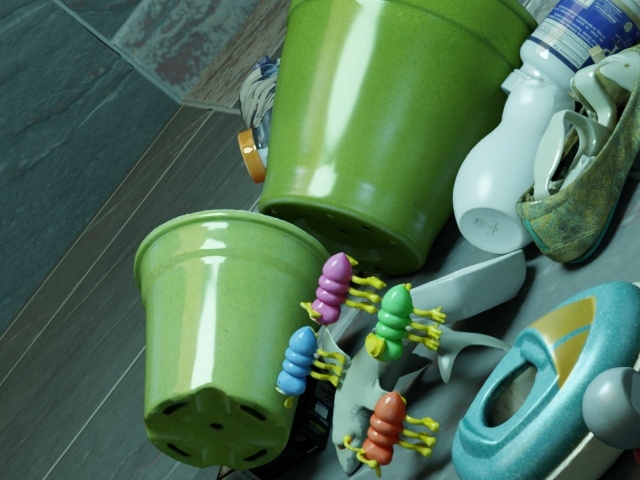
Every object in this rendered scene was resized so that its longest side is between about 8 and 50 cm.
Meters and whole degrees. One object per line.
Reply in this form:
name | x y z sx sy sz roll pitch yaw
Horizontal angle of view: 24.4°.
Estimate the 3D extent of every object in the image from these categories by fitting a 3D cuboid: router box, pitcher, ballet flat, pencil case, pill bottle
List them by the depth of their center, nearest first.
ballet flat | 0.324 -0.134 1.724 0.123 0.123 0.348 -17 38 58
pitcher | 0.234 -0.071 1.830 0.177 0.126 0.207 103 -170 -53
pill bottle | 0.326 -0.245 1.924 0.186 0.112 0.112 -50 19 3
router box | -0.055 0.251 1.969 0.179 0.046 0.133 -36 23 35
pill bottle | -0.005 -0.169 2.358 0.246 0.130 0.130 -20 25 6
pencil case | -0.041 -0.218 2.619 0.183 0.160 0.410 -62 17 11

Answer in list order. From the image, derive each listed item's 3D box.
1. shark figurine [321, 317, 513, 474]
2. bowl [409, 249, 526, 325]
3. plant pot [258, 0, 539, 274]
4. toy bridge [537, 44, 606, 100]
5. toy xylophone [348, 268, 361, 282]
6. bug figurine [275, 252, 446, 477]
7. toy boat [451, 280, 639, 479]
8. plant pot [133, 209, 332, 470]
shark figurine | 0.105 0.142 1.747 0.278 0.116 0.166 -45 52 40
bowl | 0.166 0.063 1.744 0.142 0.053 0.142 -20 -3 -39
plant pot | 0.080 -0.156 2.021 0.366 0.367 0.352 -14 52 60
toy bridge | 0.357 -0.213 1.859 0.188 0.063 0.026 -30 24 9
toy xylophone | 0.000 0.000 2.251 0.236 0.081 0.322 -49 20 3
bug figurine | 0.035 0.131 1.690 0.279 0.072 0.216 31 111 53
toy boat | 0.240 0.146 1.350 0.267 0.148 0.318 -53 19 -6
plant pot | -0.119 0.145 1.900 0.276 0.276 0.253 -35 36 38
